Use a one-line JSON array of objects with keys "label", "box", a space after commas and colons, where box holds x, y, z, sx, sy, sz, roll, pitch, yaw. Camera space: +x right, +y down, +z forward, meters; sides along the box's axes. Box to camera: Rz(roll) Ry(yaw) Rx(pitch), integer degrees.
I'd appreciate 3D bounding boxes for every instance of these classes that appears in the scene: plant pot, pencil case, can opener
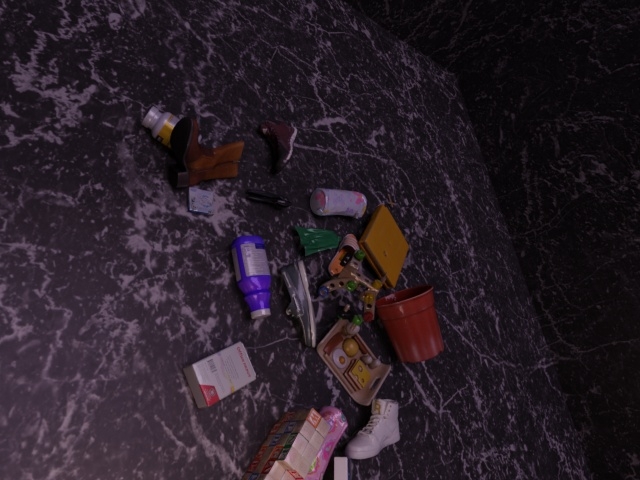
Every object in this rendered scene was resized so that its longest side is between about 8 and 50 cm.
[{"label": "plant pot", "box": [0.387, 0.358, 1.766, 0.272, 0.272, 0.266, -17, 89, -45]}, {"label": "pencil case", "box": [-0.011, 0.673, 1.318, 0.124, 0.124, 0.284, 49, 43, -11]}, {"label": "can opener", "box": [-0.205, -0.169, 1.641, 0.185, 0.073, 0.059, 14, 67, -26]}, {"label": "pencil case", "box": [0.083, -0.164, 1.857, 0.272, 0.113, 0.124, 2, 87, -42]}]

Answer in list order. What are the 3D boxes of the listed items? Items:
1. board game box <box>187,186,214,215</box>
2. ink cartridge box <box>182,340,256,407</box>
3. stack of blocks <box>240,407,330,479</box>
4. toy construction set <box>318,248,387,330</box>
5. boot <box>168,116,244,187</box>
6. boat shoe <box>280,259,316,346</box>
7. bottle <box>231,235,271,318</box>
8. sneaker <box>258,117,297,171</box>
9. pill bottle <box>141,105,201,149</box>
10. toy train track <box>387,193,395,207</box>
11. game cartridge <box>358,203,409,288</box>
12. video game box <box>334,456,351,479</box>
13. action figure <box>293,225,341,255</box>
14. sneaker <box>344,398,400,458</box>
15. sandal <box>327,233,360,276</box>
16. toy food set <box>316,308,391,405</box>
[{"label": "board game box", "box": [-0.419, -0.135, 1.455, 0.090, 0.020, 0.090, 10, 62, -38]}, {"label": "ink cartridge box", "box": [-0.298, 0.398, 1.241, 0.175, 0.072, 0.128, -17, 80, -45]}, {"label": "stack of blocks", "box": [-0.113, 0.645, 1.207, 0.087, 0.171, 0.297, 49, 45, -10]}, {"label": "toy construction set", "box": [0.170, 0.155, 1.633, 0.257, 0.238, 0.308, 40, 27, 28]}, {"label": "boot", "box": [-0.369, -0.309, 1.431, 0.096, 0.264, 0.280, 36, 38, 28]}, {"label": "boat shoe", "box": [-0.080, 0.237, 1.532, 0.098, 0.116, 0.320, -11, 80, 0]}, {"label": "bottle", "box": [-0.231, 0.125, 1.433, 0.118, 0.092, 0.283, 0, 68, -41]}, {"label": "sneaker", "box": [-0.199, -0.417, 1.760, 0.162, 0.106, 0.282, 28, 42, -21]}, {"label": "pill bottle", "box": [-0.515, -0.376, 1.437, 0.184, 0.103, 0.103, 34, 49, -24]}, {"label": "toy train track", "box": [0.369, -0.210, 2.211, 0.048, 0.014, 0.084, 7, 58, -32]}, {"label": "game cartridge", "box": [0.307, 0.021, 1.964, 0.286, 0.052, 0.324, 57, 38, -21]}, {"label": "video game box", "box": [0.072, 0.797, 1.303, 0.048, 0.187, 0.206, -2, 60, 5]}, {"label": "action figure", "box": [0.000, 0.000, 1.729, 0.232, 0.063, 0.137, -4, 69, -39]}, {"label": "sneaker", "box": [0.186, 0.657, 1.489, 0.292, 0.108, 0.170, 5, 85, -51]}, {"label": "sandal", "box": [0.122, 0.064, 1.795, 0.102, 0.076, 0.265, 46, 45, -13]}, {"label": "toy food set", "box": [0.139, 0.442, 1.597, 0.306, 0.092, 0.219, 54, 44, -5]}]
